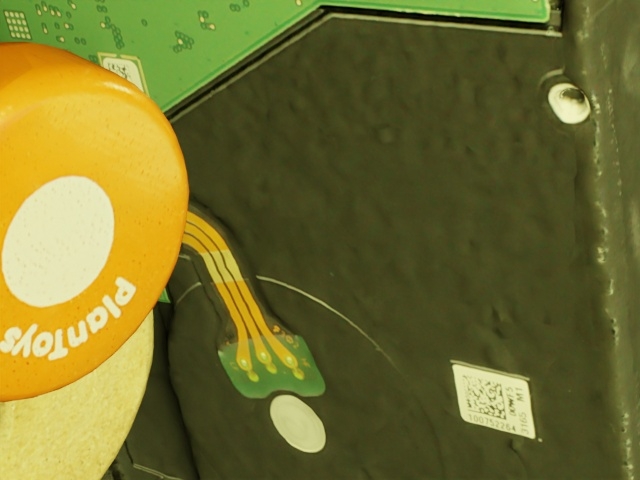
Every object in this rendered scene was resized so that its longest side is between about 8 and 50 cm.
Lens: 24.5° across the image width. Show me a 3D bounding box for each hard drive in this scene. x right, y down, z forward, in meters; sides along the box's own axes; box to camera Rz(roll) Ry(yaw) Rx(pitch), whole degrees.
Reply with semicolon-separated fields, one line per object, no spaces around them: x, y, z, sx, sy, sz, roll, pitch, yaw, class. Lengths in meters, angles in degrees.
0.000;0.000;0.460;0.064;0.237;0.339;-41;129;-41;hard drive

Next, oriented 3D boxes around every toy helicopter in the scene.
-0.187;0.089;0.354;0.355;0.140;0.235;-31;133;-33;toy helicopter
